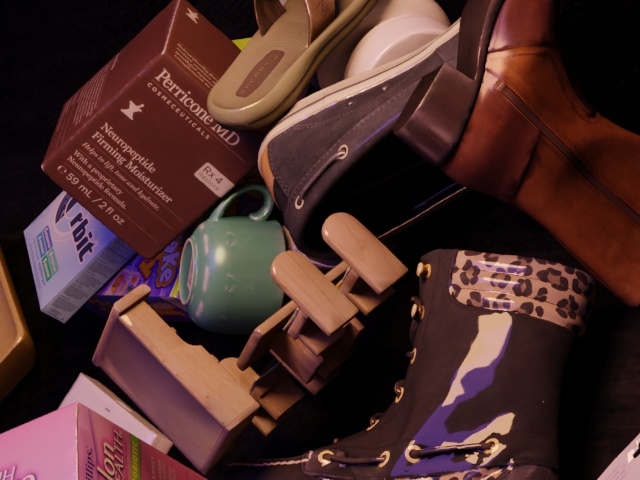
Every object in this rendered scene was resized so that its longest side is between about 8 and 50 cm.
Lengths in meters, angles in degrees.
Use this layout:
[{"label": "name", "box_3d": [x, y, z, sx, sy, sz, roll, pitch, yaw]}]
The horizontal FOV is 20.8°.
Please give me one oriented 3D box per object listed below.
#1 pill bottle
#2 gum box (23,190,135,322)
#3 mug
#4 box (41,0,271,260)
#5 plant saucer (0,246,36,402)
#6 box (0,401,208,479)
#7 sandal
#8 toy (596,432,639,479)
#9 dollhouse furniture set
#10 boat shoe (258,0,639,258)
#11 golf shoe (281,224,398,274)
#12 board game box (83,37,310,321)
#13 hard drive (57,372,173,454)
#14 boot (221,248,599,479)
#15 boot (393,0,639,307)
[{"label": "pill bottle", "box_3d": [0.049, -0.227, 1.928, 0.161, 0.161, 0.283, -50, 37, 9]}, {"label": "gum box", "box_3d": [-0.277, -0.016, 2.107, 0.184, 0.041, 0.157, -43, 39, 17]}, {"label": "mug", "box_3d": [-0.101, 0.025, 1.919, 0.129, 0.097, 0.157, 125, 145, -61]}, {"label": "box", "box_3d": [-0.174, -0.125, 1.933, 0.203, 0.168, 0.167, -40, 20, 22]}, {"label": "plant saucer", "box_3d": [-0.505, 0.159, 2.335, 0.333, 0.081, 0.333, -46, 38, 13]}, {"label": "box", "box_3d": [-0.258, 0.294, 1.798, 0.214, 0.243, 0.117, -24, 52, 23]}, {"label": "sandal", "box_3d": [-0.023, -0.244, 1.801, 0.120, 0.086, 0.302, 6, 54, 44]}, {"label": "toy", "box_3d": [0.333, 0.230, 1.374, 0.137, 0.056, 0.237, -50, 43, 4]}, {"label": "dollhouse furniture set", "box_3d": [-0.074, 0.084, 1.700, 0.242, 0.161, 0.212, -37, -14, -36]}, {"label": "boat shoe", "box_3d": [0.160, -0.126, 1.694, 0.500, 0.187, 0.156, -26, 48, 22]}, {"label": "golf shoe", "box_3d": [0.000, 0.000, 1.884, 0.186, 0.086, 0.067, 9, 74, 52]}, {"label": "board game box", "box_3d": [-0.161, -0.074, 2.120, 0.233, 0.078, 0.347, -1, 63, 48]}, {"label": "hard drive", "box_3d": [-0.307, 0.325, 2.030, 0.203, 0.040, 0.307, 28, 86, 53]}, {"label": "boot", "box_3d": [0.084, 0.159, 1.632, 0.377, 0.138, 0.284, -2, 64, 43]}, {"label": "boot", "box_3d": [0.244, -0.120, 1.544, 0.264, 0.280, 0.096, -60, 10, -16]}]
